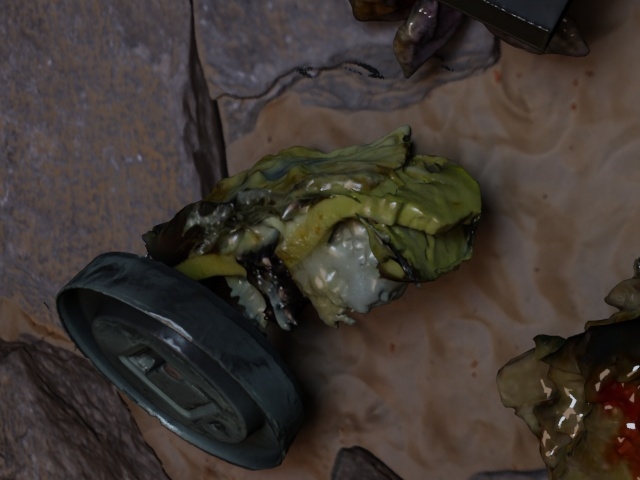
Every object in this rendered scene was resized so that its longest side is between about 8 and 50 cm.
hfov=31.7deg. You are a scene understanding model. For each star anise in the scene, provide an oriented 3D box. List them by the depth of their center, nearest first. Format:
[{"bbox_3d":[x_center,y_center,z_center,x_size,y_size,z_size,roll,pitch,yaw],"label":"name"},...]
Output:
[{"bbox_3d":[0.091,-0.210,0.733,0.212,0.073,0.197,0,99,42],"label":"star anise"}]

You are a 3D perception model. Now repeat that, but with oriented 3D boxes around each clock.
[{"bbox_3d":[-0.112,0.098,0.909,0.226,0.049,0.226,27,151,16],"label":"clock"}]

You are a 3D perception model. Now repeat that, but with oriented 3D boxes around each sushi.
[{"bbox_3d":[0.237,0.106,0.634,0.225,0.219,0.238,51,124,18],"label":"sushi"},{"bbox_3d":[-0.002,-0.007,0.836,0.291,0.139,0.131,-14,100,46],"label":"sushi"}]

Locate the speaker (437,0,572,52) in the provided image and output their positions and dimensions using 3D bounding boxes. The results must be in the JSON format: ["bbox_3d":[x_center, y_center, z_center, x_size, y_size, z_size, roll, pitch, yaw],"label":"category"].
[{"bbox_3d":[0.145,-0.223,0.644,0.082,0.044,0.218,29,87,8],"label":"speaker"}]
